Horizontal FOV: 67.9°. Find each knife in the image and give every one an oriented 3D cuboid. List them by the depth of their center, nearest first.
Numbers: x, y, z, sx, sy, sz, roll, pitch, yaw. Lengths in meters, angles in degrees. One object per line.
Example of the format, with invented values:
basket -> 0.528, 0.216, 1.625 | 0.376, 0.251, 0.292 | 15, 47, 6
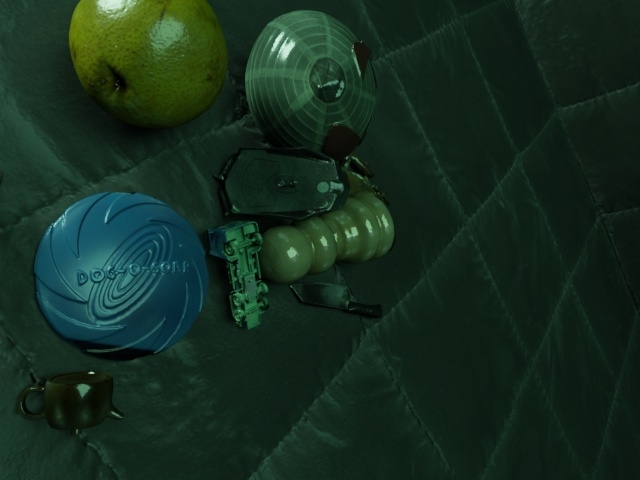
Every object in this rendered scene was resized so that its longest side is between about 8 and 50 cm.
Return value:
knife -> 0.032, 0.112, 0.932 | 0.230, 0.028, 0.060 | 16, 57, -36

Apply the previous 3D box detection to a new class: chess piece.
chess piece -> 0.000, 0.000, 0.854 | 0.261, 0.143, 0.142 | -18, 92, -39

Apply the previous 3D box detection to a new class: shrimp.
shrimp -> 0.072, -0.136, 1.018 | 0.236, 0.053, 0.133 | 23, 45, -32

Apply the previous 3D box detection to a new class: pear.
pear -> -0.236, -0.254, 0.658 | 0.209, 0.209, 0.208 | 12, 72, -40

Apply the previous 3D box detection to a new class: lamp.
lamp -> -0.014, -0.258, 0.830 | 0.233, 0.233, 0.265 | -9, 106, -43

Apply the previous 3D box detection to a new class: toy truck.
toy truck -> -0.134, 0.054, 0.770 | 0.067, 0.081, 0.175 | -23, 114, -42

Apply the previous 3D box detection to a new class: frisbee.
frisbee -> -0.261, 0.045, 0.666 | 0.242, 0.045, 0.242 | 11, 72, -38

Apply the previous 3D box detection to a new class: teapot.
teapot -> -0.301, 0.200, 0.574 | 0.121, 0.076, 0.068 | 3, 86, -14

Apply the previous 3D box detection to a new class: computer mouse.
computer mouse -> -0.065, -0.089, 0.802 | 0.071, 0.231, 0.126 | 54, 39, -79

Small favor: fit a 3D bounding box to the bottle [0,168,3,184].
bottle -> -0.407, -0.045, 0.555 | 0.045, 0.045, 0.096 | 20, 65, -38
